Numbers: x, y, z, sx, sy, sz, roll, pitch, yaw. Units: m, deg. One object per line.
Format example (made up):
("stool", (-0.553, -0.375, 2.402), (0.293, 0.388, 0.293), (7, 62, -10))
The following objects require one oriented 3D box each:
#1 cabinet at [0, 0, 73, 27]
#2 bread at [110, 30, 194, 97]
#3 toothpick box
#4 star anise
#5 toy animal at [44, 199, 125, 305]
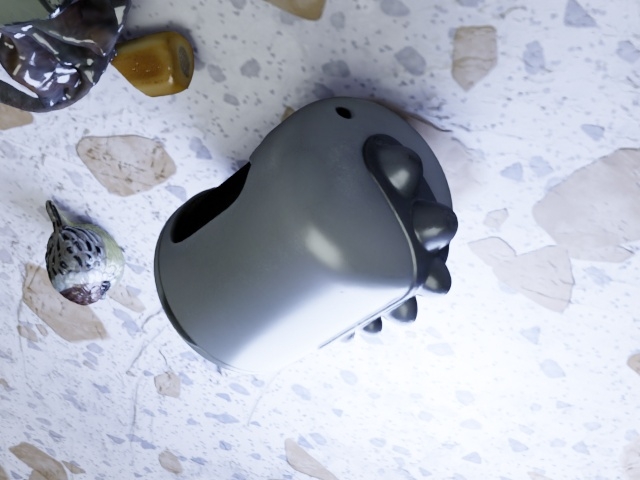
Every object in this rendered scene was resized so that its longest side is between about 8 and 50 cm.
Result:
("cabinet", (-0.203, -0.316, 0.643), (0.290, 0.318, 0.227), (7, 144, 48))
("bread", (-0.172, -0.173, 1.053), (0.103, 0.049, 0.062), (-5, 99, 34))
("toothpick box", (0.000, 0.000, 1.032), (0.229, 0.229, 0.316), (38, 139, -17))
("star anise", (-0.277, -0.251, 0.979), (0.359, 0.139, 0.316), (10, 135, 42))
("toy animal", (-0.311, 0.020, 1.321), (0.098, 0.098, 0.137), (-19, 124, 42))
